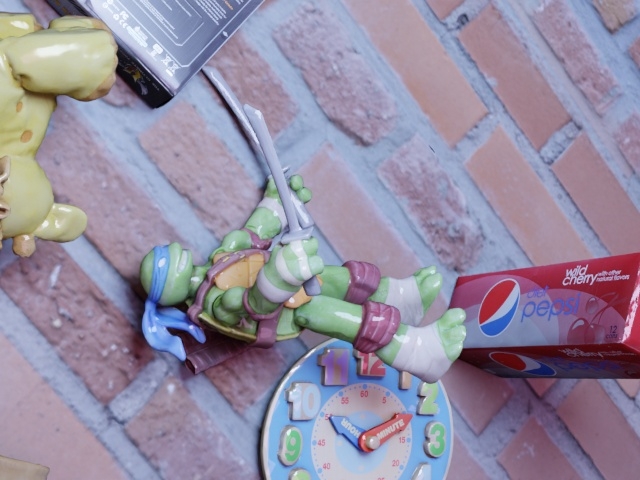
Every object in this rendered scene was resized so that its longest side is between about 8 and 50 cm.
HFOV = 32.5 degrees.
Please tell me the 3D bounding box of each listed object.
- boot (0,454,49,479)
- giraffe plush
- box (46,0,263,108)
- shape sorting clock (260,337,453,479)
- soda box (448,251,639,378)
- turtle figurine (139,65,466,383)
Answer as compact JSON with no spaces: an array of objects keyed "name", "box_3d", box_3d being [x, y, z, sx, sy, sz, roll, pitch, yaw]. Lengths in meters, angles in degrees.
[{"name":"boot","box_3d":[-0.344,0.269,0.791,0.236,0.089,0.269,24,74,-38]},{"name":"giraffe plush","box_3d":[-0.246,-0.078,0.842,0.182,0.210,0.170,4,109,2]},{"name":"box","box_3d":[-0.161,-0.261,0.959,0.231,0.056,0.183,45,66,-17]},{"name":"shape sorting clock","box_3d":[0.040,0.188,1.029,0.206,0.040,0.206,3,83,-28]},{"name":"soda box","box_3d":[0.224,0.075,1.013,0.092,0.263,0.083,26,72,-24]},{"name":"turtle figurine","box_3d":[0.000,0.000,0.936,0.266,0.198,0.274,20,78,-20]}]
